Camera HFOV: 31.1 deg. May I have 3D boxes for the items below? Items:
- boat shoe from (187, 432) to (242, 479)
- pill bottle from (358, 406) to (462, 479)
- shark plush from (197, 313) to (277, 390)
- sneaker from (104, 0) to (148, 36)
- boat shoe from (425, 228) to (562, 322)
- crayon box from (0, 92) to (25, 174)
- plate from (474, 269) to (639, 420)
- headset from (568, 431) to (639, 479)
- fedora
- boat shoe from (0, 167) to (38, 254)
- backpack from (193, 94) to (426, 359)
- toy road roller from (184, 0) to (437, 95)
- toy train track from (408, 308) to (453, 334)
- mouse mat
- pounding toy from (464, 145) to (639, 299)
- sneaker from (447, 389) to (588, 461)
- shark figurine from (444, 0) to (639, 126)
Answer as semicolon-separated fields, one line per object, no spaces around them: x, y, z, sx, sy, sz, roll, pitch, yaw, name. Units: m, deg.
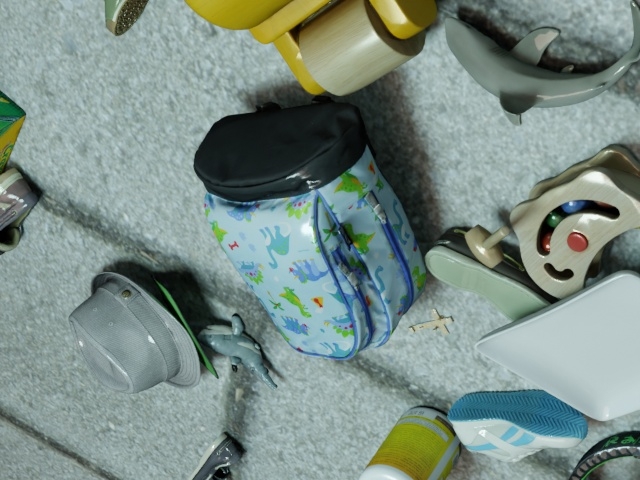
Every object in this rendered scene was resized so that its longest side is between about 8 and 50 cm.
-0.210;0.456;2.225;0.065;0.075;0.206;38;129;10;boat shoe
0.137;0.373;1.841;0.117;0.215;0.117;17;128;23;pill bottle
-0.143;0.207;2.012;0.073;0.067;0.161;-31;100;42;shark plush
-0.292;-0.400;1.698;0.086;0.064;0.192;43;134;11;sneaker
0.263;0.056;1.638;0.227;0.069;0.081;30;144;12;boat shoe
-0.639;-0.125;2.041;0.081;0.165;0.278;40;134;3;crayon box
0.399;0.141;1.567;0.277;0.045;0.278;30;139;-27;plate
0.503;0.470;1.754;0.243;0.185;0.394;5;107;26;headset
-0.352;0.185;2.052;0.275;0.124;0.244;39;146;23;fedora
-0.604;-0.016;2.140;0.092;0.103;0.285;45;128;6;boat shoe
0.000;0.000;1.662;0.290;0.273;0.355;1;146;40;backpack
-0.037;-0.321;1.456;0.202;0.240;0.329;-27;103;42;toy road roller
0.170;0.133;1.792;0.083;0.014;0.048;-18;109;41;toy train track
-0.239;0.150;2.019;0.190;0.007;0.152;64;166;-18;mouse mat
0.321;0.005;1.507;0.269;0.155;0.154;-31;98;44;pounding toy
0.311;0.290;1.768;0.228;0.087;0.092;-2;126;42;sneaker
0.281;-0.194;1.427;0.278;0.116;0.166;5;124;33;shark figurine
